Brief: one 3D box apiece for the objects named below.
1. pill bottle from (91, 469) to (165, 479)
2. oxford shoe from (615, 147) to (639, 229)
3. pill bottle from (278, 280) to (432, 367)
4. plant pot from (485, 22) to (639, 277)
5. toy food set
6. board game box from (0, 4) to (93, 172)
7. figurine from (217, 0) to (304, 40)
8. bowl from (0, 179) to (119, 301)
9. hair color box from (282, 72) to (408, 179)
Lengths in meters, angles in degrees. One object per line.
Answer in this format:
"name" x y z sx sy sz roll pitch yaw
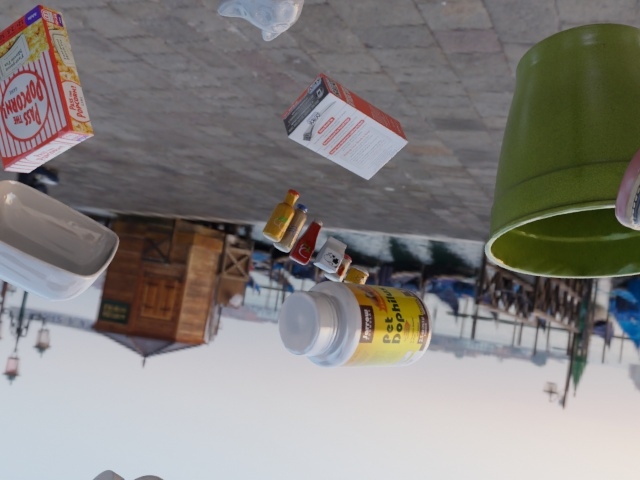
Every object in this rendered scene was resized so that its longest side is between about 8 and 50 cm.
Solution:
"pill bottle" -0.217 0.428 0.924 0.264 0.146 0.146 43 159 -22
"oxford shoe" 0.397 -0.070 0.512 0.348 0.123 0.130 -20 -140 -12
"pill bottle" 0.049 0.118 0.924 0.215 0.117 0.117 8 176 -43
"plant pot" 0.462 -0.154 1.122 0.367 0.352 0.366 3 162 1
"toy food set" 0.000 0.000 1.330 0.232 0.104 0.111 29 167 -12
"board game box" -0.414 -0.215 0.957 0.147 0.193 0.045 -22 171 26
"figurine" -0.042 -0.277 0.555 0.209 0.092 0.215 -37 143 24
"bowl" -0.284 0.005 0.665 0.142 0.053 0.142 29 -166 -12
"hair color box" 0.038 -0.165 0.985 0.167 0.053 0.093 23 126 -39
